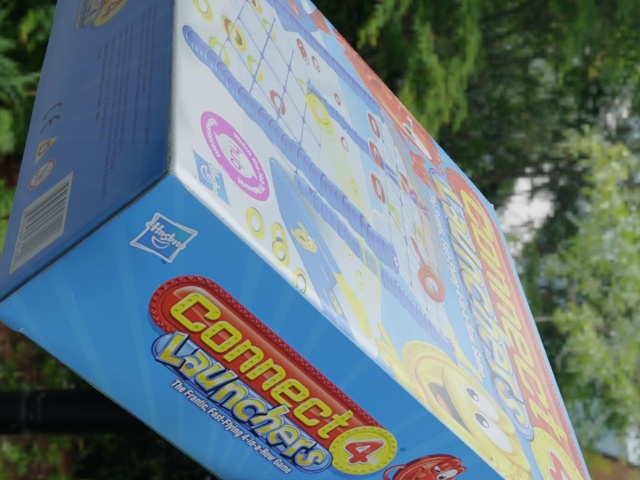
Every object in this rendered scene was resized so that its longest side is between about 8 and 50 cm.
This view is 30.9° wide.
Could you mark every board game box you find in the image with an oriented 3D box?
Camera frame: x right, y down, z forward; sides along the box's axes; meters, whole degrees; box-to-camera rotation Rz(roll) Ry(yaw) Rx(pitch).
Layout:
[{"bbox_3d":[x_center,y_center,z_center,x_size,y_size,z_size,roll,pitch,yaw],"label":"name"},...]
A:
[{"bbox_3d":[0.000,0.000,0.570,0.302,0.086,0.308,43,22,-31],"label":"board game box"}]
